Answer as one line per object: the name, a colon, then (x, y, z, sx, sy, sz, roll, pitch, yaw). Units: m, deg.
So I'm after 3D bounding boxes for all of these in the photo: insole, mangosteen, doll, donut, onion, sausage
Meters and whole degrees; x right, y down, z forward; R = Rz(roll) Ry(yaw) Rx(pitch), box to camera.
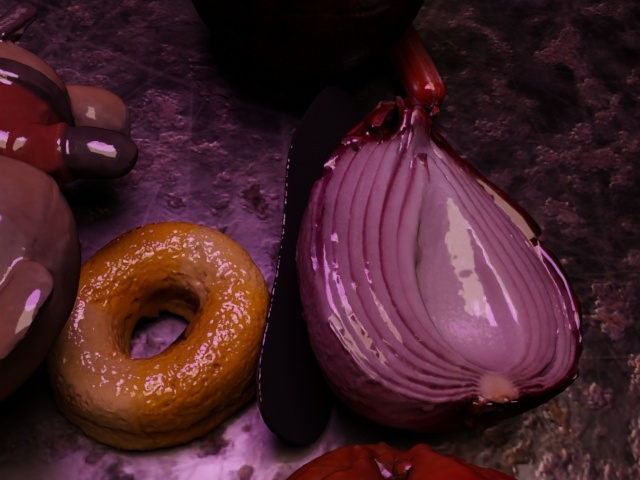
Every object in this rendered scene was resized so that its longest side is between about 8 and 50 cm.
insole: (0.000, 0.000, 0.622, 0.009, 0.119, 0.348, -16, 50, 34)
mangosteen: (0.008, -0.302, 0.711, 0.300, 0.300, 0.300, 4, 55, -6)
doll: (-0.242, -0.023, 0.502, 0.235, 0.174, 0.330, -19, 43, 16)
donut: (-0.121, 0.062, 0.564, 0.190, 0.074, 0.174, -29, 64, -25)
onion: (0.076, 0.016, 0.590, 0.227, 0.120, 0.283, 7, 59, -25)
sausage: (0.102, -0.190, 0.794, 0.048, 0.050, 0.145, 22, 40, -46)

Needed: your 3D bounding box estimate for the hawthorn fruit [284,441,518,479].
hawthorn fruit: (0.047, 0.254, 0.385, 0.211, 0.211, 0.299, -1, 65, -10)
